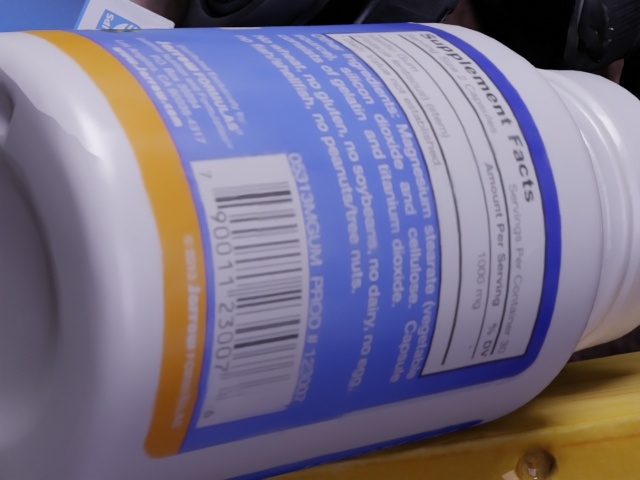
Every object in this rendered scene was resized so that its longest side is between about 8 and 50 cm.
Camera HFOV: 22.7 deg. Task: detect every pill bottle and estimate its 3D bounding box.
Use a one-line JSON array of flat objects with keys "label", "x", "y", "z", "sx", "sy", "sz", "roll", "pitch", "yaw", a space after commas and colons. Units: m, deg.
[{"label": "pill bottle", "x": 0.000, "y": 0.000, "z": 0.557, "sx": 0.272, "sy": 0.152, "sz": 0.152, "roll": -8, "pitch": 97, "yaw": -41}]

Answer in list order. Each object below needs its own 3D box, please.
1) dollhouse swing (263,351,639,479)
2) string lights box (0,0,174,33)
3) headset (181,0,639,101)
[{"label": "dollhouse swing", "x": 0.104, "y": 0.222, "z": 0.736, "sx": 0.315, "sy": 0.305, "sz": 0.347, "roll": -10, "pitch": 96, "yaw": 9}, {"label": "string lights box", "x": -0.198, "y": -0.106, "z": 0.600, "sx": 0.259, "sy": 0.133, "sz": 0.077, "roll": 25, "pitch": 87, "yaw": -20}, {"label": "headset", "x": 0.071, "y": -0.132, "z": 0.677, "sx": 0.243, "sy": 0.185, "sz": 0.394, "roll": -4, "pitch": 106, "yaw": -21}]
